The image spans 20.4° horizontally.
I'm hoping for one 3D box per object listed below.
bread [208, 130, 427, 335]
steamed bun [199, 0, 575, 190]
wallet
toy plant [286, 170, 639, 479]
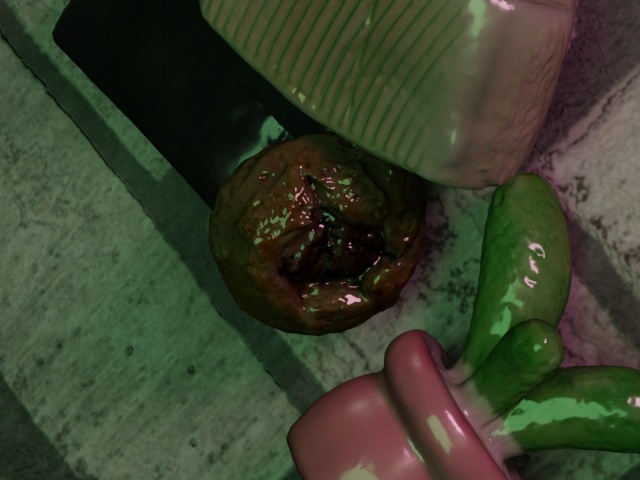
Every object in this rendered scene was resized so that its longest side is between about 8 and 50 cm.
[{"bbox_3d":[0.000,0.000,1.781,0.230,0.230,0.123,-48,33,22],"label":"bread"},{"bbox_3d":[0.084,-0.223,1.728,0.383,0.236,0.247,36,118,30],"label":"steamed bun"},{"bbox_3d":[-0.107,-0.174,1.928,0.406,0.062,0.228,46,111,20],"label":"wallet"},{"bbox_3d":[0.139,0.145,1.723,0.356,0.210,0.317,-36,72,12],"label":"toy plant"}]
